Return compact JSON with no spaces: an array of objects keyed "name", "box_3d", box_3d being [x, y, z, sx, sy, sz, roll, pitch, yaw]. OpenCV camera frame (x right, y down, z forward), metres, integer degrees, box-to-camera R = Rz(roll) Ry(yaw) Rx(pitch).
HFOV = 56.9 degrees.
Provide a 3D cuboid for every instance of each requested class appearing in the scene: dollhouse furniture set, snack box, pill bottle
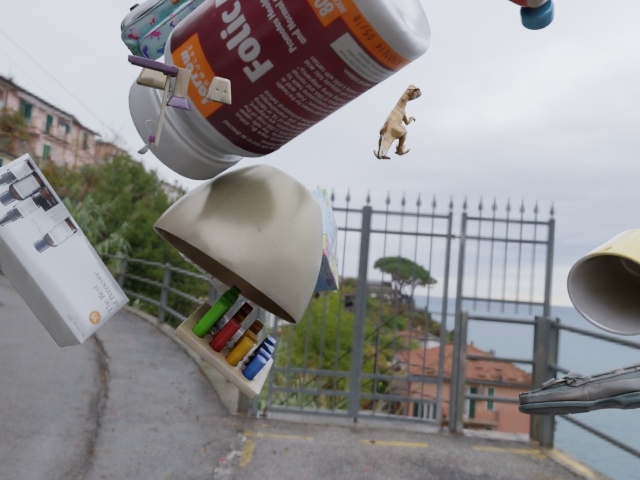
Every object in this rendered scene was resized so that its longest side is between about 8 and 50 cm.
[{"name":"dollhouse furniture set","box_3d":[-0.141,-0.120,0.561,0.091,0.081,0.114,10,9,-18]},{"name":"snack box","box_3d":[0.000,0.000,1.519,0.070,0.207,0.174,-7,-34,9]},{"name":"pill bottle","box_3d":[-0.069,-0.254,0.820,0.392,0.224,0.224,-28,-21,29]}]

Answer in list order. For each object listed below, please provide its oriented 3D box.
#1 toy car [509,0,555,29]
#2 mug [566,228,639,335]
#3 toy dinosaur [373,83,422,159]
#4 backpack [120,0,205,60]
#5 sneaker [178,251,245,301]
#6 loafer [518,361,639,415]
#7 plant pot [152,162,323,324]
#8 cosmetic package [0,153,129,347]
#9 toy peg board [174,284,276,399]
[{"name":"toy car","box_3d":[0.396,-0.603,1.265,0.238,0.210,0.219,19,-17,30]},{"name":"mug","box_3d":[0.217,0.021,0.398,0.064,0.062,0.078,-31,8,-38]},{"name":"toy dinosaur","box_3d":[0.117,-0.178,0.998,0.064,0.211,0.112,13,-34,14]},{"name":"backpack","box_3d":[-0.265,-0.397,1.250,0.253,0.225,0.191,55,-1,-39]},{"name":"sneaker","box_3d":[-0.225,0.030,1.167,0.087,0.228,0.092,-37,0,22]},{"name":"loafer","box_3d":[0.514,0.284,1.134,0.268,0.084,0.096,-10,-28,18]},{"name":"plant pot","box_3d":[-0.106,-0.016,0.991,0.284,0.190,0.284,31,-13,8]},{"name":"cosmetic package","box_3d":[-0.361,0.016,0.774,0.061,0.239,0.099,-12,26,37]},{"name":"toy peg board","box_3d":[-0.133,0.153,0.970,0.161,0.079,0.161,41,9,-2]}]
